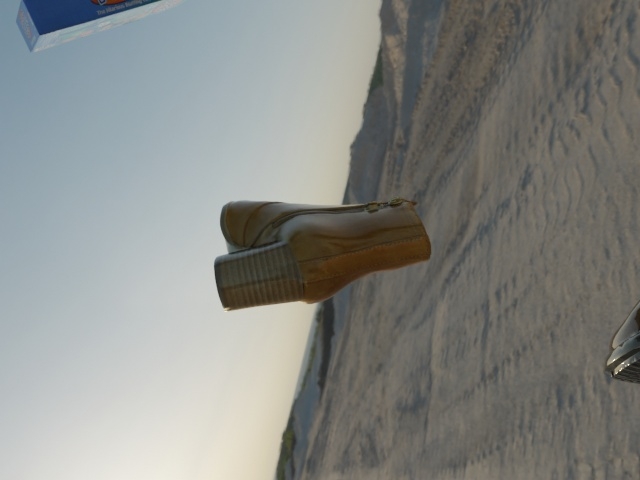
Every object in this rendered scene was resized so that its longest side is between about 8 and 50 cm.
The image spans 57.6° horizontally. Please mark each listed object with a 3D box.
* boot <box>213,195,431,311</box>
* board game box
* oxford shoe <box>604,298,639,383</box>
[{"bbox_3d":[0.000,-0.001,0.642,0.295,0.211,0.104,-116,14,-75],"label":"boot"},{"bbox_3d":[-0.269,-0.301,0.740,0.160,0.210,0.047,16,130,59],"label":"board game box"},{"bbox_3d":[0.237,0.016,0.337,0.227,0.083,0.096,103,174,-52],"label":"oxford shoe"}]
